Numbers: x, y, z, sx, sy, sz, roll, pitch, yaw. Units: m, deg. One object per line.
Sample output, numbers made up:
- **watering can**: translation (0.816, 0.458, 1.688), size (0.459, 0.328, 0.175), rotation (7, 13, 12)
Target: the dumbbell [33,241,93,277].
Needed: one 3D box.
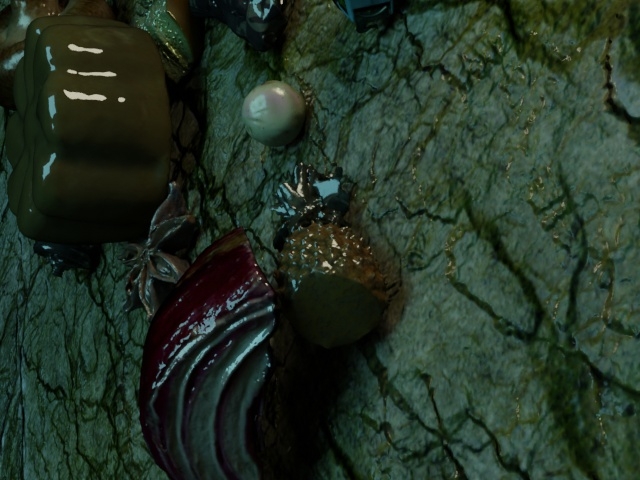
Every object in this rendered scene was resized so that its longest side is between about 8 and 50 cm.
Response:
- **dumbbell**: translation (-0.445, -0.055, 1.716), size (0.110, 0.110, 0.255), rotation (-4, 67, 57)

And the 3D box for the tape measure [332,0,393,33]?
- **tape measure**: translation (0.037, -0.325, 1.058), size (0.125, 0.081, 0.146), rotation (-107, 6, -51)

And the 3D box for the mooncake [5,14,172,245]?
- **mooncake**: translation (-0.391, -0.177, 1.514), size (0.378, 0.200, 0.379), rotation (6, 97, 59)

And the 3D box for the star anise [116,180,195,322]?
- **star anise**: translation (-0.237, 0.037, 1.386), size (0.208, 0.063, 0.172), rotation (-49, 43, 29)

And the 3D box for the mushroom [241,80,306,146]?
- **mushroom**: translation (-0.057, -0.160, 1.182), size (0.083, 0.067, 0.084), rotation (2, 95, 26)

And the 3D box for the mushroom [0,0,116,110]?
- **mushroom**: translation (-0.563, -0.434, 1.862), size (0.334, 0.356, 0.331), rotation (-37, 59, -13)

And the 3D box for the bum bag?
- **bum bag**: translation (-0.129, -0.378, 1.364), size (0.340, 0.095, 0.144), rotation (-136, 51, -57)

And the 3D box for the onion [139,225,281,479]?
- **onion**: translation (-0.132, 0.142, 1.022), size (0.280, 0.146, 0.314), rotation (-136, 42, -68)

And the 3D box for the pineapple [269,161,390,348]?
- **pineapple**: translation (0.000, 0.000, 0.999), size (0.125, 0.125, 0.251), rotation (-58, 25, 25)

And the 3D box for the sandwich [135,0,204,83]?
- **sandwich**: translation (-0.251, -0.386, 1.561), size (0.090, 0.088, 0.244), rotation (-36, 48, 41)
